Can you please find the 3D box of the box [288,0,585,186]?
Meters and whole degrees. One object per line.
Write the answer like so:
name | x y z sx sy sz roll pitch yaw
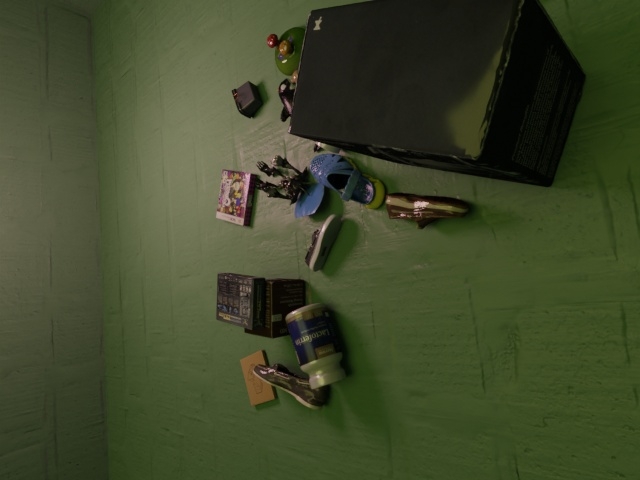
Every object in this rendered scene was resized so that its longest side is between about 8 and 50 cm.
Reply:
box | 0.270 -0.324 0.945 0.480 0.472 0.297 20 102 41

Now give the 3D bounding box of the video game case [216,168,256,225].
video game case | -0.381 -0.195 1.812 0.210 0.042 0.232 16 99 40

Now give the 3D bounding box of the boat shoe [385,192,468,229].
boat shoe | 0.305 -0.080 1.173 0.257 0.095 0.095 16 113 47

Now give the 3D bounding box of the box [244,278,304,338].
box | -0.173 0.248 1.526 0.167 0.169 0.203 -3 87 43

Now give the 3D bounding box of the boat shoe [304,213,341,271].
boat shoe | 0.000 0.000 1.447 0.076 0.080 0.228 37 120 35

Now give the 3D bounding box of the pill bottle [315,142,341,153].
pill bottle | 0.067 -0.413 1.362 0.124 0.124 0.221 40 113 35

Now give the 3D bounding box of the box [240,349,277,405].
box | -0.264 0.580 1.697 0.164 0.021 0.201 -33 68 37

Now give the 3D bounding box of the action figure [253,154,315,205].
action figure | -0.156 -0.230 1.548 0.276 0.141 0.164 17 88 43

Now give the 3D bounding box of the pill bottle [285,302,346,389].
pill bottle | -0.013 0.363 1.391 0.153 0.153 0.264 -34 68 36

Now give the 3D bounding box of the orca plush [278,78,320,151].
orca plush | -0.094 -0.452 1.489 0.102 0.151 0.287 -28 98 1

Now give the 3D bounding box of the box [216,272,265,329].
box | -0.297 0.218 1.487 0.233 0.059 0.183 1 89 44

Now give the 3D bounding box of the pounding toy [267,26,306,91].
pounding toy | -0.139 -0.722 1.567 0.183 0.110 0.236 2 89 42

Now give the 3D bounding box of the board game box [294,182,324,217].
board game box | -0.031 -0.144 1.497 0.169 0.033 0.133 -10 59 51

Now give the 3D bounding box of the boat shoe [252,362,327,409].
boat shoe | -0.111 0.518 1.515 0.335 0.112 0.095 15 81 36

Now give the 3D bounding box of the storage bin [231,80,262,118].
storage bin | -0.315 -0.616 1.739 0.091 0.098 0.135 -30 69 26

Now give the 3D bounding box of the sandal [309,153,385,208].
sandal | 0.066 -0.212 1.351 0.317 0.138 0.126 34 113 39
